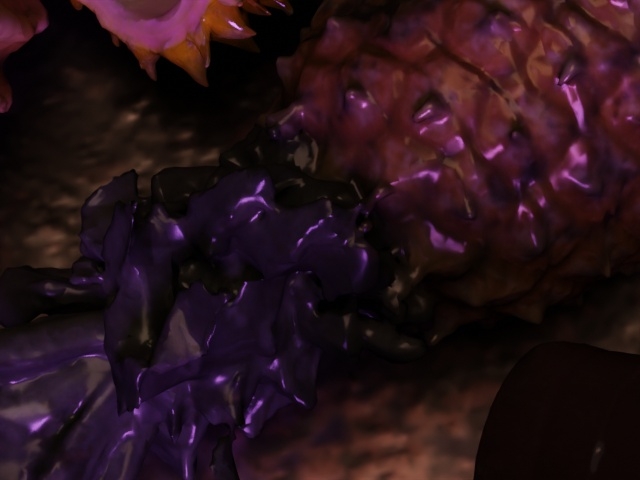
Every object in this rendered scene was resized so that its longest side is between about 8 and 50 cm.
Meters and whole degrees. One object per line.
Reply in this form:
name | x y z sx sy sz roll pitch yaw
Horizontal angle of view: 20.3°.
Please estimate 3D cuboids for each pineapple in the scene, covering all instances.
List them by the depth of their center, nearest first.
pineapple | 0.000 0.000 0.512 0.248 0.128 0.128 -34 70 -8

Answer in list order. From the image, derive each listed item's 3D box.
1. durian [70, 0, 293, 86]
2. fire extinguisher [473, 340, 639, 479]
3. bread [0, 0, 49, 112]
durian | -0.039 -0.156 0.572 0.165 0.132 0.182 -41 83 -4
fire extinguisher | 0.160 0.084 0.461 0.231 0.099 0.071 10 70 30
bread | -0.258 -0.139 0.544 0.388 0.183 0.236 33 95 10
